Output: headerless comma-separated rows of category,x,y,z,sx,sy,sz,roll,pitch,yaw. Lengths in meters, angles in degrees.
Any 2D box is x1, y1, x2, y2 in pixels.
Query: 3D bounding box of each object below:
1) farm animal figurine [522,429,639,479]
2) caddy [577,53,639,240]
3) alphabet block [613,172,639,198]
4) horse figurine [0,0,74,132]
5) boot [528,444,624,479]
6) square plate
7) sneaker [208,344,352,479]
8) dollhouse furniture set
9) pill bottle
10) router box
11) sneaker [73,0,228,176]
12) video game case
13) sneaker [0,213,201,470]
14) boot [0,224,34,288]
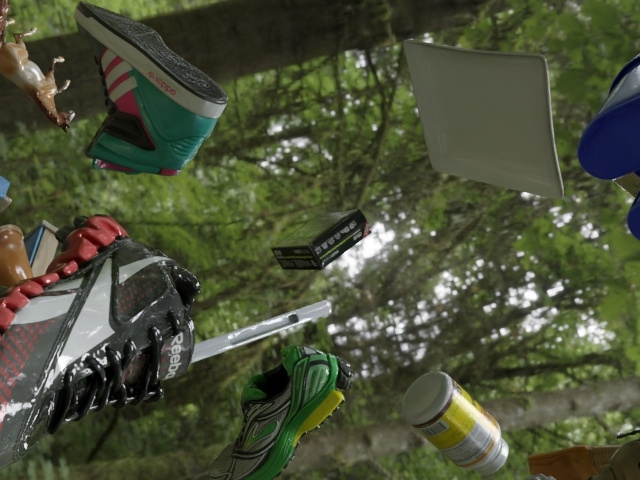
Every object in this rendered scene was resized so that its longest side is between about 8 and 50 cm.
farm animal figurine,0.420,0.360,0.950,0.172,0.330,0.327,93,-28,-67
caddy,0.481,-0.133,1.014,0.241,0.179,0.341,50,-32,-10
alphabet block,0.587,-0.129,1.346,0.197,0.192,0.193,42,5,6
horse figurine,-0.593,-0.356,1.741,0.263,0.066,0.174,53,27,-33
boot,0.513,0.513,1.566,0.211,0.104,0.295,-20,-89,33
square plate,0.353,-0.266,1.816,0.347,0.049,0.344,18,-41,41
sneaker,-0.100,0.313,1.530,0.343,0.146,0.134,-52,-158,17
dollhouse furniture set,-0.680,0.024,1.550,0.303,0.286,0.198,40,28,-29
pill bottle,0.261,0.353,1.625,0.215,0.117,0.117,44,-7,-21
router box,0.000,0.000,1.146,0.038,0.092,0.122,60,-24,-13
sneaker,-0.250,-0.176,1.104,0.295,0.124,0.178,43,-67,34
video game case,-0.146,0.150,1.243,0.204,0.285,0.025,-23,-96,42
sneaker,-0.163,0.075,0.596,0.276,0.135,0.097,-65,178,-63
boot,-0.413,0.072,1.186,0.152,0.073,0.197,57,-19,14
